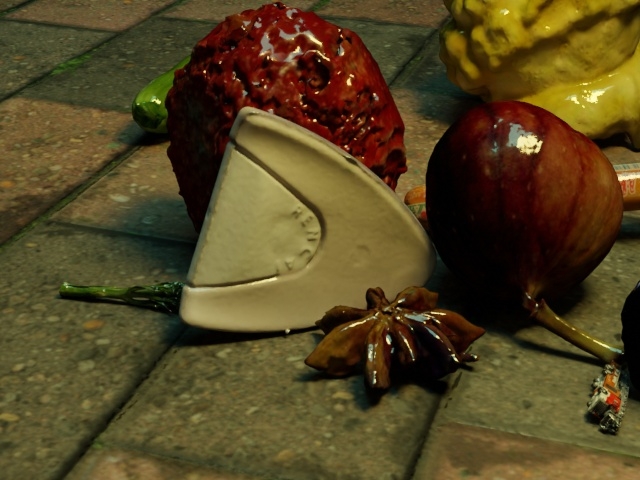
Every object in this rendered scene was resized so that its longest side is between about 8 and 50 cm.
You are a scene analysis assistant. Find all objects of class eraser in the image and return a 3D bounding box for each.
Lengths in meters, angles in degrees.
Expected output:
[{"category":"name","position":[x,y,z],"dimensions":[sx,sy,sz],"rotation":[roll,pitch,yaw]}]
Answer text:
[{"category":"eraser","position":[-0.001,0.000,1.141],"dimensions":[0.243,0.204,0.059],"rotation":[14,10,-30]}]

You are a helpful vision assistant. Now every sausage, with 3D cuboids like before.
[{"category":"sausage","position":[0.254,-0.050,1.329],"dimensions":[0.347,0.053,0.053],"rotation":[-5,25,-1]}]

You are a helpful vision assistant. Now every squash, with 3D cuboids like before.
[{"category":"squash","position":[-0.179,-0.206,1.659],"dimensions":[0.082,0.082,0.292],"rotation":[9,27,16]}]

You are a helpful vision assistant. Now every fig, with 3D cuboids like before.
[{"category":"fig","position":[0.187,-0.004,1.164],"dimensions":[0.186,0.204,0.249],"rotation":[-16,47,35]}]

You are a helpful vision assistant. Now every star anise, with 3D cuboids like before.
[{"category":"star anise","position":[0.061,0.084,1.076],"dimensions":[0.167,0.057,0.168],"rotation":[3,24,-1]}]

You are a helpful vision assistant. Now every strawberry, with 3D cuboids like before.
[{"category":"strawberry","position":[-0.044,-0.091,1.238],"dimensions":[0.274,0.274,0.220],"rotation":[11,61,19]}]

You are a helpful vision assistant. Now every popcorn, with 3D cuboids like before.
[{"category":"popcorn","position":[0.343,-0.292,1.653],"dimensions":[0.349,0.349,0.382],"rotation":[-26,75,-46]}]

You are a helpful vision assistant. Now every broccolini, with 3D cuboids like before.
[{"category":"broccolini","position":[-0.183,0.050,1.173],"dimensions":[0.140,0.030,0.035],"rotation":[3,16,12]}]

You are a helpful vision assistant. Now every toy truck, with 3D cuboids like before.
[{"category":"toy truck","position":[0.245,0.132,1.026],"dimensions":[0.032,0.024,0.083],"rotation":[37,28,4]}]

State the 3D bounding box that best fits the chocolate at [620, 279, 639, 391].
[{"category":"chocolate","position":[0.376,0.043,1.130],"dimensions":[0.148,0.126,0.343],"rotation":[-32,-2,36]}]
